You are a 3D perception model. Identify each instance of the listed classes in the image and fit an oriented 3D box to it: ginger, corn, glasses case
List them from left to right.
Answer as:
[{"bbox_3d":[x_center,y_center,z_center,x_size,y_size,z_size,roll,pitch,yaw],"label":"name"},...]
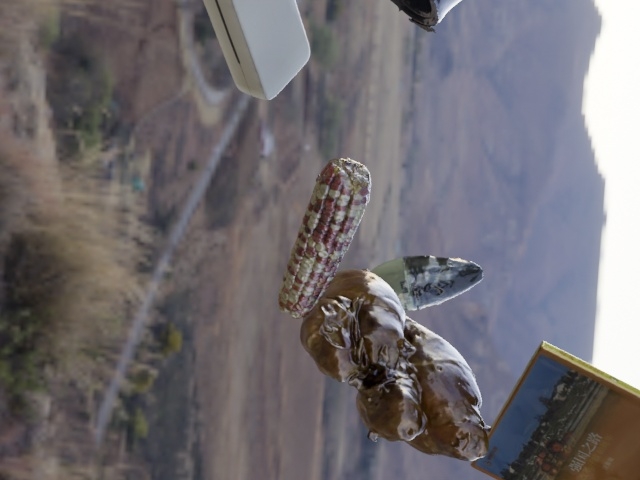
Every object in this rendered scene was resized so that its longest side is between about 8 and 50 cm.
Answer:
[{"bbox_3d":[-0.110,-0.374,2.070,0.131,0.070,0.313,-51,144,-26],"label":"glasses case"},{"bbox_3d":[0.000,0.000,1.770,0.079,0.079,0.237,-71,-175,-66],"label":"corn"},{"bbox_3d":[0.109,0.189,1.946,0.152,0.357,0.274,-45,175,10],"label":"ginger"}]

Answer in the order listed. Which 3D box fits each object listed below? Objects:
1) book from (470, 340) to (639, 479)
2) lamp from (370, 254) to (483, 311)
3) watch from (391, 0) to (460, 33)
[{"bbox_3d":[0.440,0.330,1.950,0.028,0.374,0.262,-55,171,-54],"label":"book"},{"bbox_3d":[0.167,0.075,2.356,0.101,0.250,0.101,-12,90,-89],"label":"lamp"},{"bbox_3d":[0.120,-0.469,1.878,0.327,0.314,0.335,50,-4,14],"label":"watch"}]
